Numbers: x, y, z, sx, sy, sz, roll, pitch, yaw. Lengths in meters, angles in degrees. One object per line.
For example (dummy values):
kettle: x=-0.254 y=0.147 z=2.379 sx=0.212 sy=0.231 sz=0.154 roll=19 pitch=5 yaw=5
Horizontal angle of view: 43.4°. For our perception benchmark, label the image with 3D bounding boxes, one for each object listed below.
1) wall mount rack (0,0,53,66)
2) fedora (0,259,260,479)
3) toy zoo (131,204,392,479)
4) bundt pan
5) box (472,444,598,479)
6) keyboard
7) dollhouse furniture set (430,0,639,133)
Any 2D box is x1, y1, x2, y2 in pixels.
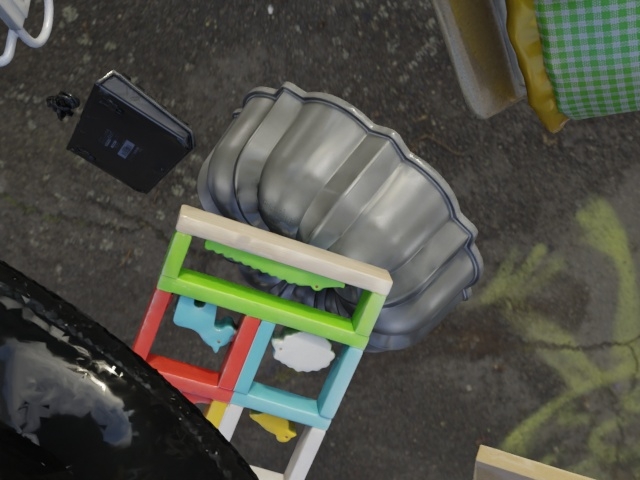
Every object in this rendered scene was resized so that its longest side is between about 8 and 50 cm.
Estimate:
wall mount rack: x=-0.444 y=-0.397 z=0.987 sx=0.131 sy=0.350 sz=0.304 roll=1 pitch=74 yaw=4
fedora: x=-0.158 y=0.101 z=0.218 sx=0.334 sy=0.334 sz=0.152 roll=35 pitch=98 yaw=-20
toy zoo: x=-0.079 y=0.131 z=0.723 sx=0.192 sy=0.030 sz=0.293 roll=19 pitch=108 yaw=-13
bundt pan: x=0.000 y=0.000 z=0.861 sx=0.124 sy=0.331 sz=0.331 roll=-50 pitch=117 yaw=-23
box: x=0.228 y=0.251 z=0.690 sx=0.201 sy=0.021 sz=0.164 roll=14 pitch=139 yaw=19
keyboard: x=-0.161 y=-0.087 z=0.623 sx=0.108 sy=0.180 sz=0.023 roll=32 pitch=70 yaw=-16
dollhouse furniture set: x=0.085 y=-0.122 z=0.220 sx=0.198 sy=0.151 sz=0.301 roll=2 pitch=137 yaw=35
